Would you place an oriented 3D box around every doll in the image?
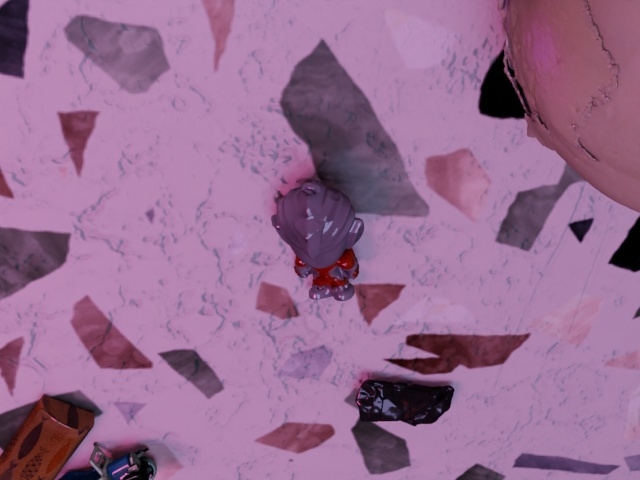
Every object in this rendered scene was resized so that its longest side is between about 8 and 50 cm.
[{"bbox_3d":[0.000,0.000,1.038,0.094,0.079,0.180,4,140,13],"label":"doll"}]

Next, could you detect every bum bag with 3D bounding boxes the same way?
[{"bbox_3d":[0.098,0.189,1.206,0.124,0.034,0.058,10,111,-20],"label":"bum bag"}]

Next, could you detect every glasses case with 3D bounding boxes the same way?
[{"bbox_3d":[-0.320,0.250,1.150,0.065,0.041,0.170,27,115,-26],"label":"glasses case"}]

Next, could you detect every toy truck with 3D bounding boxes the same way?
[{"bbox_3d":[-0.265,0.282,1.167,0.154,0.080,0.078,-28,104,7],"label":"toy truck"}]

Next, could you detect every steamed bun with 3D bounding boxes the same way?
[{"bbox_3d":[0.280,-0.173,0.839,0.233,0.312,0.333,-14,122,-1],"label":"steamed bun"}]
